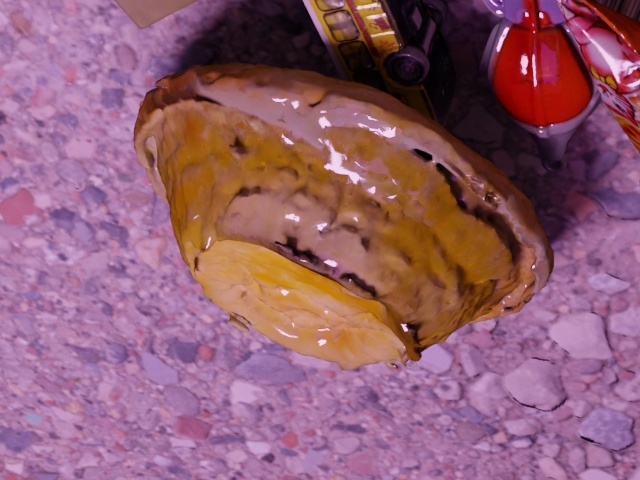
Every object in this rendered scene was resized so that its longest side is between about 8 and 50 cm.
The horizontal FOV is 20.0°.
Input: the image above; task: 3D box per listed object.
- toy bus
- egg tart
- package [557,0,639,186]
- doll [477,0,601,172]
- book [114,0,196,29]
[{"bbox_3d":[0.036,-0.178,1.315,0.074,0.081,0.226,-6,134,28],"label":"toy bus"},{"bbox_3d":[0.000,0.000,1.402,0.345,0.132,0.345,21,157,9],"label":"egg tart"},{"bbox_3d":[0.298,-0.087,1.248,0.223,0.108,0.288,20,170,30],"label":"package"},{"bbox_3d":[0.161,-0.139,1.313,0.102,0.075,0.227,4,132,22],"label":"doll"},{"bbox_3d":[-0.130,-0.254,1.332,0.168,0.013,0.192,-21,124,32],"label":"book"}]
